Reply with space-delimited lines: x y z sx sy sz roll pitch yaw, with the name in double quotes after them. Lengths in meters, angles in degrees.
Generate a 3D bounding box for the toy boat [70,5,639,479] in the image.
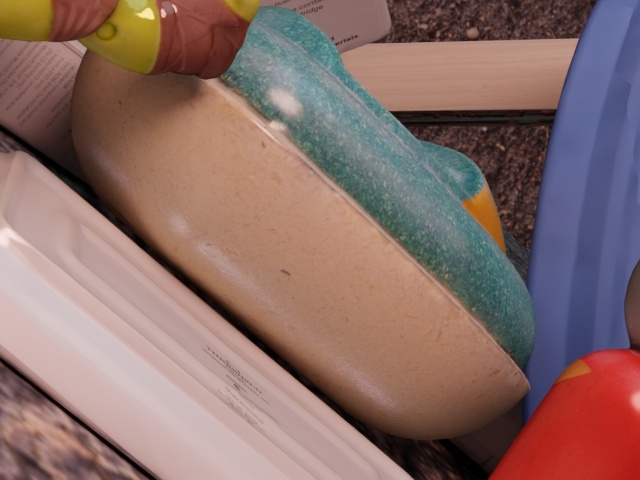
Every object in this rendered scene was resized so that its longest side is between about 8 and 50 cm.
0.049 0.008 0.636 0.267 0.148 0.318 44 -5 -41 "toy boat"

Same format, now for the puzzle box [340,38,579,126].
0.121 -0.117 1.187 0.409 0.052 0.272 0 1 11 "puzzle box"

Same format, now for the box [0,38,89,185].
-0.224 -0.171 0.717 0.322 0.058 0.232 39 10 -41 "box"

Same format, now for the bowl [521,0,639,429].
0.207 0.020 0.889 0.077 0.391 0.391 7 -9 25 "bowl"

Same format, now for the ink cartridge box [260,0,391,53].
-0.063 -0.257 0.889 0.289 0.121 0.211 70 -1 -61 "ink cartridge box"

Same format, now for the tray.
-0.041 0.057 0.568 0.270 0.030 0.145 41 10 -16 "tray"

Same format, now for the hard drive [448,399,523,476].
0.000 0.000 0.972 0.353 0.047 0.233 43 8 -8 "hard drive"

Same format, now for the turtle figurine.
-0.133 -0.084 0.505 0.217 0.087 0.269 -6 24 -35 "turtle figurine"
